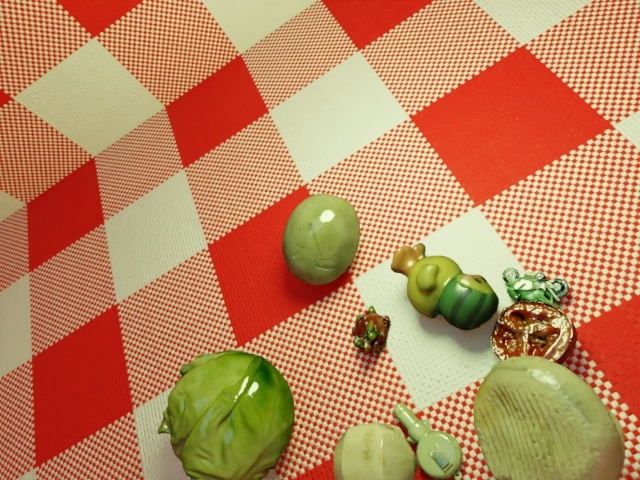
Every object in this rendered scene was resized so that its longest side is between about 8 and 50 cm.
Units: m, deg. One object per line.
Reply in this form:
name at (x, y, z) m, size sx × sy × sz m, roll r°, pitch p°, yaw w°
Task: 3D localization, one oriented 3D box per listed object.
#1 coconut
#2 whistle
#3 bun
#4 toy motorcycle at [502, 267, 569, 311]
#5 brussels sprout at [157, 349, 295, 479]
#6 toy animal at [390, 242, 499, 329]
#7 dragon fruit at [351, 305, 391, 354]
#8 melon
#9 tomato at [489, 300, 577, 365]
coconut at (0.161, 0.614, 1.351) m, size 0.241 × 0.241 × 0.241 m, roll -11°, pitch 61°, yaw 21°
whistle at (0.305, 0.572, 1.397) m, size 0.126 × 0.067 × 0.258 m, roll -44°, pitch 52°, yaw -2°
bun at (0.561, 0.454, 1.194) m, size 0.365 × 0.219 × 0.366 m, roll 16°, pitch 110°, yaw 52°
toy motorcycle at (0.630, 0.146, 1.453) m, size 0.190 × 0.074 × 0.106 m, roll 15°, pitch 79°, yaw 32°
brussels sprout at (-0.272, 0.529, 1.528) m, size 0.361 × 0.342 × 0.425 m, roll -44°, pitch 55°, yaw 2°
toy animal at (0.377, 0.152, 1.505) m, size 0.338 × 0.216 × 0.191 m, roll 33°, pitch 109°, yaw 31°
dragon fruit at (0.166, 0.301, 1.585) m, size 0.138 × 0.175 × 0.142 m, roll -38°, pitch 85°, yaw 16°
melon at (0.000, 0.000, 1.717) m, size 0.268 × 0.268 × 0.331 m, roll 21°, pitch 98°, yaw 32°
tomato at (0.605, 0.280, 1.380) m, size 0.227 × 0.101 × 0.228 m, roll -23°, pitch 48°, yaw 28°
